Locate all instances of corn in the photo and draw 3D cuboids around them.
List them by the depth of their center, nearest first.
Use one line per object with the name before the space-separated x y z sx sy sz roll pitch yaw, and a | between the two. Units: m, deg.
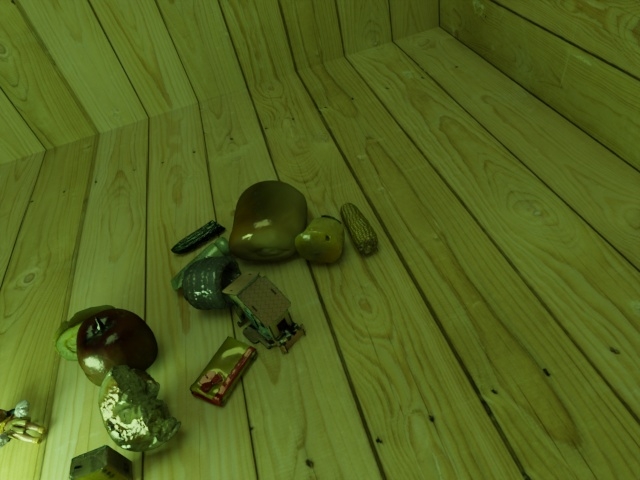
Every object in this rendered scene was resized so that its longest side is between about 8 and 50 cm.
corn | 0.164 -0.062 2.018 0.106 0.106 0.305 -19 42 -3

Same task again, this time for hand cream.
hand cream | -0.525 0.102 2.044 0.306 0.093 0.147 -37 25 -11

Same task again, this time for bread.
bread | -0.608 0.580 1.545 0.314 0.171 0.192 36 98 21
bread | -0.907 0.369 1.837 0.257 0.185 0.124 -36 31 -25
bread | 0.003 0.001 1.939 0.197 0.197 0.170 4 43 19
bread | -0.233 -0.089 2.048 0.348 0.252 0.375 -6 46 12

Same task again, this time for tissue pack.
tissue pack | -0.672 0.711 1.435 0.120 0.169 0.082 -20 47 -6

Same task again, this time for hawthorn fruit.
hawthorn fruit | -0.752 0.374 1.698 0.268 0.300 0.267 -11 32 7

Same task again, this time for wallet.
wallet | -0.342 0.463 1.663 0.141 0.067 0.241 14 51 25

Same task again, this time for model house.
model house | -0.230 0.248 1.721 0.169 0.244 0.326 -38 50 -25

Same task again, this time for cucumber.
cucumber | -0.578 -0.011 2.200 0.265 0.077 0.077 -37 48 -18

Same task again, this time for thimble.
thimble | -0.437 0.167 1.883 0.172 0.205 0.236 -2 46 15

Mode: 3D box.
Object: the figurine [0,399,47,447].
figurine | -1.097 0.657 1.646 0.240 0.115 0.174 6 50 13
